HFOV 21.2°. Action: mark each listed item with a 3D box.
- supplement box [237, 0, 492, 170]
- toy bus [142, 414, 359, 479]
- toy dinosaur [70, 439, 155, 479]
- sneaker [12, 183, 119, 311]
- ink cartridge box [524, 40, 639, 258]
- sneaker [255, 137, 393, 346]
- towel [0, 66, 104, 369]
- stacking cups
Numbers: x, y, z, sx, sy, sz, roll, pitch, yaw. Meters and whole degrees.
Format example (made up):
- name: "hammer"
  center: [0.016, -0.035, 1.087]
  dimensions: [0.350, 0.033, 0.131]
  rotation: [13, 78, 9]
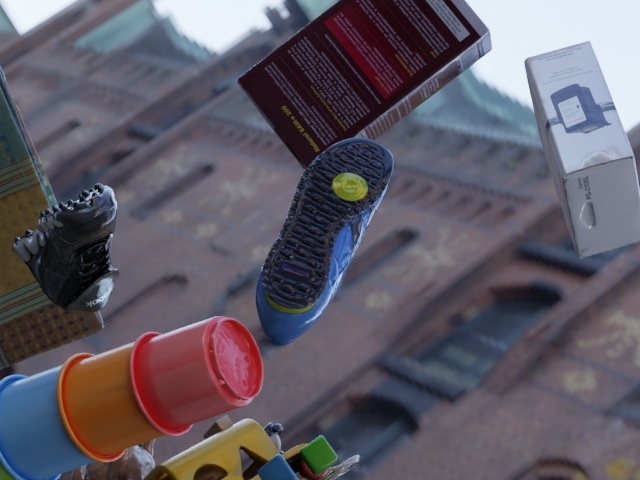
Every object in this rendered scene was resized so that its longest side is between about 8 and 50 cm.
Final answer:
- name: "supplement box"
  center: [0.048, -0.185, 1.799]
  dimensions: [0.130, 0.239, 0.073]
  rotation: [53, 0, 13]
- name: "toy bus"
  center: [-0.079, 0.224, 1.660]
  dimensions: [0.104, 0.191, 0.202]
  rotation: [55, 4, 12]
- name: "toy dinosaur"
  center: [-0.312, 0.361, 2.518]
  dimensions: [0.127, 0.200, 0.296]
  rotation: [21, -31, -23]
- name: "sneaker"
  center: [-0.227, 0.014, 1.646]
  dimensions: [0.106, 0.078, 0.234]
  rotation: [61, -25, -1]
- name: "ink cartridge box"
  center: [0.357, -0.123, 2.313]
  dimensions: [0.172, 0.100, 0.237]
  rotation: [69, 8, -47]
- name: "sneaker"
  center: [0.000, 0.000, 1.474]
  dimensions: [0.069, 0.209, 0.082]
  rotation: [23, -34, 8]
- name: "towel"
  center: [-0.458, -0.008, 2.137]
  dimensions: [0.040, 0.271, 0.370]
  rotation: [-114, -176, -73]
- name: "stacking cups"
  center: [-0.189, 0.124, 1.210]
  dimensions: [0.316, 0.096, 0.096]
  rotation: [-23, -74, 29]
